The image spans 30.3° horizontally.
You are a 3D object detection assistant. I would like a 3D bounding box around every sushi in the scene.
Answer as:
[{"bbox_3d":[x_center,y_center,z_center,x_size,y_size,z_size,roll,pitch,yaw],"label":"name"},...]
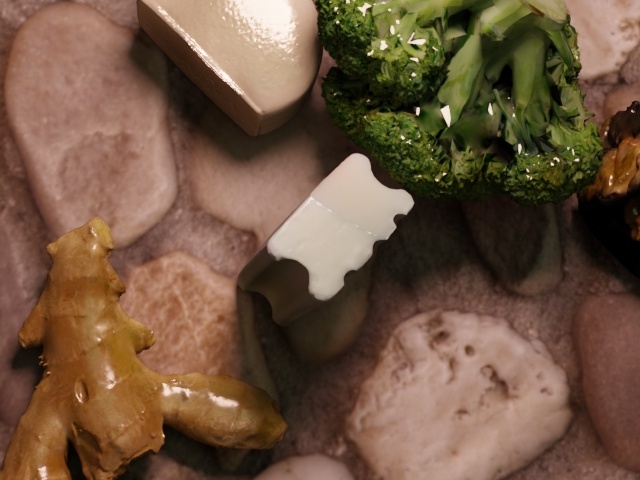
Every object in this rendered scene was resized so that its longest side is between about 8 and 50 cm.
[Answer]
[{"bbox_3d":[0.449,-0.056,1.497,0.204,0.200,0.213,26,81,-11],"label":"sushi"}]

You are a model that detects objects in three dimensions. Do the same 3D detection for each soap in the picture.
[{"bbox_3d":[0.000,0.000,1.361,0.095,0.289,0.173,43,76,-1],"label":"soap"}]

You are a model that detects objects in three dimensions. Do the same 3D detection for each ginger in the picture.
[{"bbox_3d":[-0.276,0.193,1.377,0.363,0.122,0.348,-37,85,-9],"label":"ginger"}]

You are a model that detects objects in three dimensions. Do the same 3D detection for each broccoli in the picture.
[{"bbox_3d":[0.175,-0.208,1.434,0.413,0.321,0.310,39,104,-6],"label":"broccoli"}]

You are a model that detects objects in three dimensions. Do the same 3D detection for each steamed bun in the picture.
[{"bbox_3d":[-0.098,-0.264,1.469,0.164,0.146,0.241,-44,89,-10],"label":"steamed bun"}]
